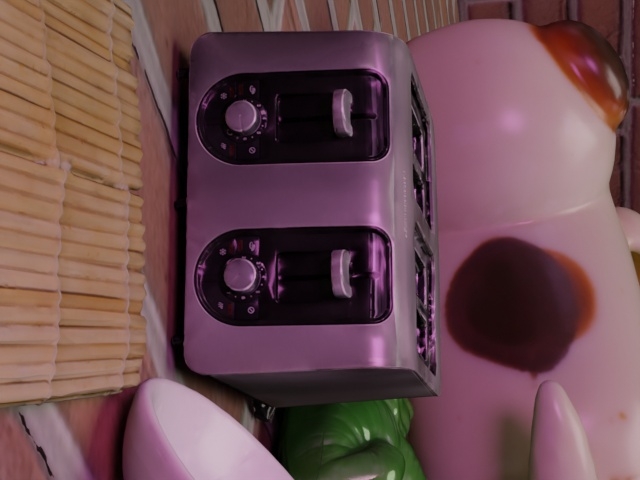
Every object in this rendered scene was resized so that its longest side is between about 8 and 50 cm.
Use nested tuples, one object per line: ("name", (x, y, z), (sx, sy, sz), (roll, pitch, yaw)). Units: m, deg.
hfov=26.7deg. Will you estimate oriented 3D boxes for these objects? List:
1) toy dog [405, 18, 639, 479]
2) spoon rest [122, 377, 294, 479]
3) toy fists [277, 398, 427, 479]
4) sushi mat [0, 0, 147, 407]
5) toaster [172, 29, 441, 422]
("toy dog", (0.130, 0.035, 1.039), (0.395, 0.284, 0.408), (20, 61, -71))
("spoon rest", (0.012, 0.158, 0.508), (0.276, 0.084, 0.137), (55, 7, 27))
("toy fists", (0.031, 0.204, 0.850), (0.142, 0.096, 0.279), (-79, 164, -45))
("sushi mat", (-0.104, -0.027, 0.375), (0.316, 0.019, 0.152), (22, 64, -79))
("toaster", (0.000, 0.000, 0.689), (0.186, 0.110, 0.168), (52, 38, -73))
